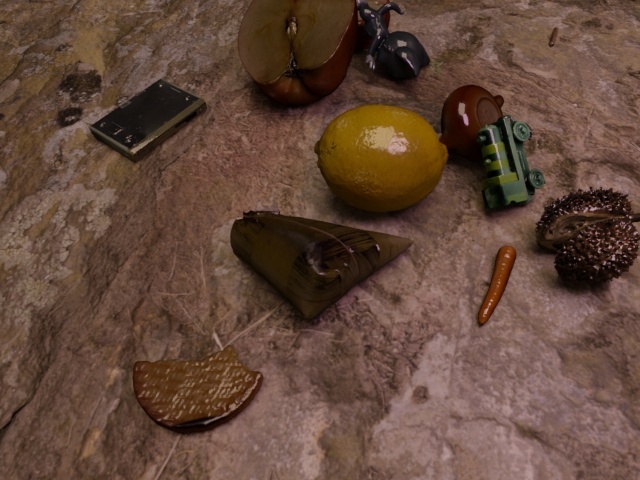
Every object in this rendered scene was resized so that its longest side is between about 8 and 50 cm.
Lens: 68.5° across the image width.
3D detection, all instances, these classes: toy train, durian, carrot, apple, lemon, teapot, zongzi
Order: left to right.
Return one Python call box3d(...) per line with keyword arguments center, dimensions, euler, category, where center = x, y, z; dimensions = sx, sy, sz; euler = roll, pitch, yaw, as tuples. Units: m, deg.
box3d(center=(-0.058, -0.552, 1.278), dimensions=(0.295, 0.329, 0.364), euler=(7, 68, -21), category="apple")
box3d(center=(0.000, 0.000, 0.971), dimensions=(0.300, 0.145, 0.274), euler=(-27, 48, -35), category="zongzi")
box3d(center=(0.127, -0.175, 1.013), dimensions=(0.263, 0.236, 0.235), euler=(2, 51, 28), category="lemon")
box3d(center=(0.362, -0.289, 1.141), dimensions=(0.135, 0.178, 0.252), euler=(-8, 28, 51), category="teapot")
box3d(center=(0.344, 0.086, 0.915), dimensions=(0.037, 0.037, 0.190), euler=(20, 59, 19), category="carrot")
box3d(center=(0.404, -0.171, 1.024), dimensions=(0.132, 0.083, 0.200), euler=(-14, 87, -26), category="toy train")
box3d(center=(0.515, -0.013, 0.887), dimensions=(0.196, 0.167, 0.196), euler=(-9, 73, 31), category="durian")

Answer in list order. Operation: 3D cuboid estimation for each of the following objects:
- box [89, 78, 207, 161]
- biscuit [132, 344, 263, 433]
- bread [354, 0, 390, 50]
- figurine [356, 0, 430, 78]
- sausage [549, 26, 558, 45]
box3d(center=(-0.480, -0.346, 1.311), dimensions=(0.211, 0.045, 0.270), euler=(32, 62, 24), category="box")
box3d(center=(-0.229, 0.254, 0.845), dimensions=(0.229, 0.031, 0.176), euler=(22, 57, 22), category="biscuit")
box3d(center=(0.062, -0.733, 1.511), dimensions=(0.328, 0.114, 0.295), euler=(22, 57, 21), category="bread")
box3d(center=(0.201, -0.574, 1.338), dimensions=(0.140, 0.265, 0.193), euler=(-20, 10, 30), category="figurine")
box3d(center=(0.708, -0.619, 1.426), dimensions=(0.015, 0.015, 0.100), euler=(18, 57, 18), category="sausage")
